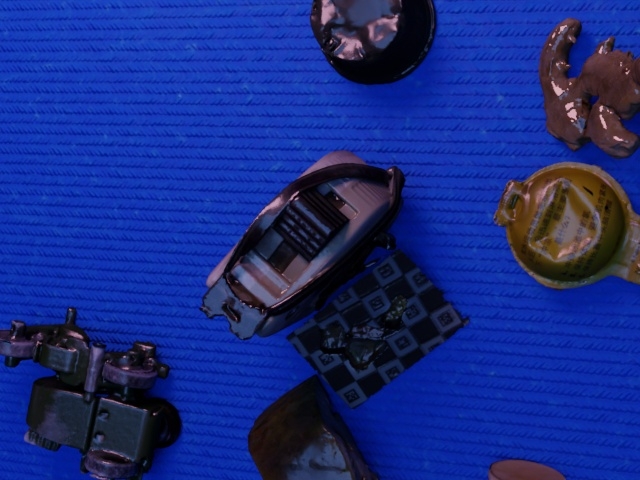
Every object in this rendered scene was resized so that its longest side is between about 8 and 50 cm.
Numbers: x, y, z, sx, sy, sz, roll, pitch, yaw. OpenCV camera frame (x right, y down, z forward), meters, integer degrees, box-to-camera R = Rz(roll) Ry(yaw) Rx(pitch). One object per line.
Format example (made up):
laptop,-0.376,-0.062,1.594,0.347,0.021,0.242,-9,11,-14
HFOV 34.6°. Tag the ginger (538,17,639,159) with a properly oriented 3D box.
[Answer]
ginger,0.339,-0.158,1.159,0.259,0.065,0.149,36,128,54

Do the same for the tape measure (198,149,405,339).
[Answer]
tape measure,0.000,0.000,1.219,0.133,0.271,0.231,44,106,10

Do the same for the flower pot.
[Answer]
flower pot,0.055,-0.276,1.274,0.157,0.107,0.157,1,92,19

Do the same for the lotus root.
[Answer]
lotus root,0.000,0.300,1.319,0.119,0.138,0.235,-32,78,7

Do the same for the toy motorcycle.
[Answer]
toy motorcycle,-0.328,0.216,1.420,0.275,0.127,0.205,14,98,10

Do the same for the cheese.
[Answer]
cheese,0.332,-0.005,1.223,0.250,0.064,0.156,20,100,6

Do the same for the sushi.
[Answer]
sushi,0.074,0.109,1.326,0.201,0.031,0.139,-38,103,14

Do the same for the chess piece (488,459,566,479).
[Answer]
chess piece,0.243,0.364,1.266,0.094,0.094,0.170,10,104,17
